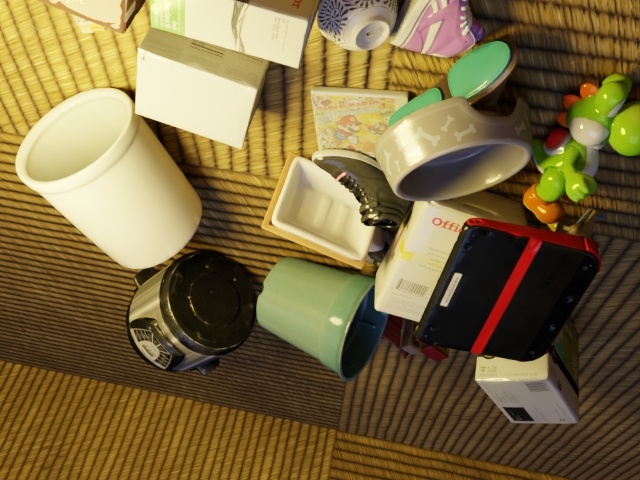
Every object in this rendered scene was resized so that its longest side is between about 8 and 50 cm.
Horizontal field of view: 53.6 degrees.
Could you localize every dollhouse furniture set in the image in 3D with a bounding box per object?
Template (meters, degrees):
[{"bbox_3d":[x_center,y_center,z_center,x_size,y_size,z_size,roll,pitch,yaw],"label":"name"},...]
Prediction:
[{"bbox_3d":[0.608,0.016,1.664,0.198,0.286,0.303,22,128,29],"label":"dollhouse furniture set"},{"bbox_3d":[0.269,0.367,2.274,0.374,0.152,0.201,35,140,-28],"label":"dollhouse furniture set"}]

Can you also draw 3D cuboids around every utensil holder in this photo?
[{"bbox_3d":[-0.535,-0.153,1.678,0.328,0.327,0.385,-3,145,23],"label":"utensil holder"}]

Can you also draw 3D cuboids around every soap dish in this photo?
[{"bbox_3d":[0.007,-0.074,1.691,0.291,0.228,0.118,23,161,-12],"label":"soap dish"}]

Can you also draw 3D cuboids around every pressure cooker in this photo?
[{"bbox_3d":[-0.462,0.265,2.200,0.376,0.369,0.420,17,150,-34],"label":"pressure cooker"}]

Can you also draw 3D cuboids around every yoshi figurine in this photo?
[{"bbox_3d":[0.599,-0.182,1.366,0.203,0.203,0.362,0,144,-9],"label":"yoshi figurine"}]

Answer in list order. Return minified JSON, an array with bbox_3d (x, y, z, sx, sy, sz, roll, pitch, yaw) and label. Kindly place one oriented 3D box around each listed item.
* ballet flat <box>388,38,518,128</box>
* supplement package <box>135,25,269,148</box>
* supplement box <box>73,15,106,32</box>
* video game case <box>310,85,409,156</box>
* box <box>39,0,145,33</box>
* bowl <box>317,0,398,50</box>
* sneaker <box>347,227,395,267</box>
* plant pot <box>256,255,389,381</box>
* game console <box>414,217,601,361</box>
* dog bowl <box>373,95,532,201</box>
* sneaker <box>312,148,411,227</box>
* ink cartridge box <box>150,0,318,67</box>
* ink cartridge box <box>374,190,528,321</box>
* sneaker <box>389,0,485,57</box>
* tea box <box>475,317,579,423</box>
[{"bbox_3d":[0.300,-0.302,1.359,0.124,0.116,0.342,14,146,-38],"label":"ballet flat"},{"bbox_3d":[-0.267,-0.359,1.436,0.262,0.145,0.204,19,145,-6],"label":"supplement package"},{"bbox_3d":[-0.518,-0.512,1.402,0.062,0.036,0.098,2,144,18],"label":"supplement box"},{"bbox_3d":[0.098,-0.280,1.526,0.227,0.026,0.206,6,145,11],"label":"video game case"},{"bbox_3d":[-0.515,-0.562,1.194,0.382,0.191,0.143,20,145,-10],"label":"box"},{"bbox_3d":[0.085,-0.420,1.217,0.170,0.080,0.170,-18,155,-9],"label":"bowl"},{"bbox_3d":[0.176,0.048,1.908,0.269,0.101,0.153,37,142,-23],"label":"sneaker"},{"bbox_3d":[0.003,0.219,1.994,0.334,0.341,0.341,20,150,25],"label":"plant pot"},{"bbox_3d":[0.439,0.129,1.507,0.342,0.060,0.386,12,126,-5],"label":"game console"},{"bbox_3d":[0.298,-0.189,1.388,0.349,0.102,0.349,-10,164,-3],"label":"dog bowl"},{"bbox_3d":[0.105,-0.125,1.615,0.296,0.146,0.104,21,160,-16],"label":"sneaker"},{"bbox_3d":[-0.145,-0.464,1.184,0.289,0.211,0.121,16,145,-3],"label":"ink cartridge box"},{"bbox_3d":[0.340,0.042,1.696,0.279,0.160,0.384,17,128,-6],"label":"ink cartridge box"},{"bbox_3d":[0.256,-0.449,1.178,0.161,0.102,0.282,17,156,-11],"label":"sneaker"},{"bbox_3d":[0.652,0.356,1.974,0.220,0.323,0.329,-11,139,32],"label":"tea box"}]
